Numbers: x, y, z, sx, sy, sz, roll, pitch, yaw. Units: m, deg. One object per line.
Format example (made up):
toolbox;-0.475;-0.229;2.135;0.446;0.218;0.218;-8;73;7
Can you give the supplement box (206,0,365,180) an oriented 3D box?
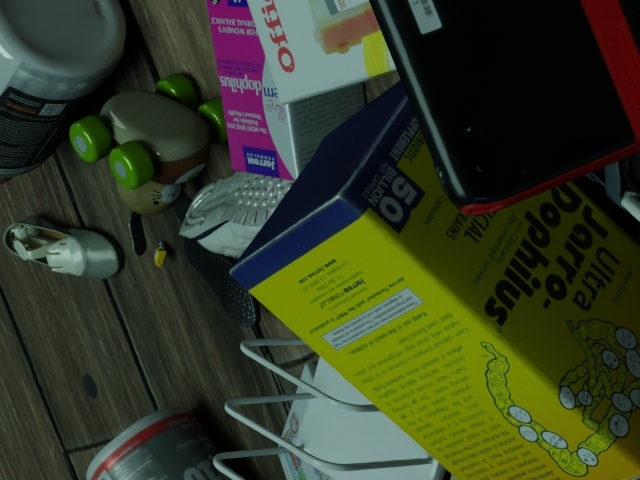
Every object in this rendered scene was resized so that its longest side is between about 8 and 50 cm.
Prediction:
supplement box;-0.033;-0.184;1.762;0.111;0.114;0.220;11;117;46

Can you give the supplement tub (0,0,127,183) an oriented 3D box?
supplement tub;-0.381;-0.203;2.098;0.193;0.193;0.316;59;141;11

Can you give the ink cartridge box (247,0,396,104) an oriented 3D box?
ink cartridge box;0.087;-0.299;1.523;0.384;0.160;0.279;-12;97;52

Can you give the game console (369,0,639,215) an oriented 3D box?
game console;0.186;-0.251;1.300;0.060;0.342;0.386;156;92;-80

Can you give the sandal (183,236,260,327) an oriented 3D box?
sandal;-0.109;0.038;2.024;0.179;0.040;0.067;48;134;45

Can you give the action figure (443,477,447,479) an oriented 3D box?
action figure;0.077;0.319;1.881;0.139;0.091;0.280;62;145;34

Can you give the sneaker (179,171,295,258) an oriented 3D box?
sneaker;-0.062;-0.027;1.893;0.095;0.090;0.235;38;157;-24

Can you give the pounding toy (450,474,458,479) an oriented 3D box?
pounding toy;0.201;0.232;1.692;0.141;0.100;0.130;35;132;35

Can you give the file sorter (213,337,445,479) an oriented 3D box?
file sorter;0.025;0.137;1.735;0.193;0.173;0.278;26;107;41

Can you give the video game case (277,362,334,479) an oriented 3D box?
video game case;-0.008;0.245;1.952;0.157;0.019;0.143;-113;33;-49

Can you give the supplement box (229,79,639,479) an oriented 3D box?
supplement box;0.137;0.049;1.497;0.356;0.194;0.195;42;143;-11

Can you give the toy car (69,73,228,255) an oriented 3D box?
toy car;-0.187;-0.072;1.976;0.149;0.155;0.188;32;139;37

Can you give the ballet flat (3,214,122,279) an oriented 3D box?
ballet flat;-0.351;0.016;2.269;0.213;0.068;0.072;16;119;45

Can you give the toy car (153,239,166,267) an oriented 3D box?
toy car;-0.222;-0.030;2.107;0.040;0.060;0.122;-120;31;-67

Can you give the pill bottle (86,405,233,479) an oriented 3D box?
pill bottle;-0.155;0.364;2.128;0.283;0.161;0.161;52;139;19

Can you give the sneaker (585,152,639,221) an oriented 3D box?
sneaker;0.279;-0.091;1.428;0.321;0.127;0.126;20;124;45
